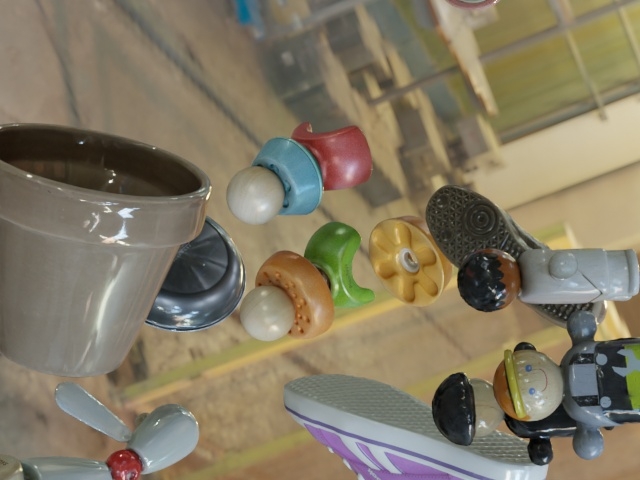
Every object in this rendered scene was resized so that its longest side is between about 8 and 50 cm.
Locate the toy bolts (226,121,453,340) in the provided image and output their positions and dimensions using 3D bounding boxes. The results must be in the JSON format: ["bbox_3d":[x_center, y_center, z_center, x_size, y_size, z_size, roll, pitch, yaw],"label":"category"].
[{"bbox_3d":[0.000,0.000,1.436,0.158,0.218,0.228,-31,112,-39],"label":"toy bolts"}]

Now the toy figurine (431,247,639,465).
[{"bbox_3d":[0.168,0.116,1.023,0.213,0.148,0.209,-97,-175,-54],"label":"toy figurine"}]

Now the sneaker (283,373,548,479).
[{"bbox_3d":[0.072,0.236,1.319,0.102,0.282,0.161,-14,119,-52],"label":"sneaker"}]

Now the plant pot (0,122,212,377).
[{"bbox_3d":[-0.268,0.016,1.495,0.263,0.263,0.229,-55,161,-72],"label":"plant pot"}]

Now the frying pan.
[{"bbox_3d":[-0.220,-0.022,1.801,0.326,0.197,0.053,58,-35,22],"label":"frying pan"}]

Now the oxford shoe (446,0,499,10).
[{"bbox_3d":[0.224,-0.485,1.712,0.146,0.141,0.397,-42,151,-76],"label":"oxford shoe"}]

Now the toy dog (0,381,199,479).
[{"bbox_3d":[-0.322,0.288,1.681,0.334,0.161,0.220,1,104,-46],"label":"toy dog"}]

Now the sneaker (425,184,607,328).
[{"bbox_3d":[0.174,0.021,1.235,0.188,0.066,0.071,40,7,24],"label":"sneaker"}]
